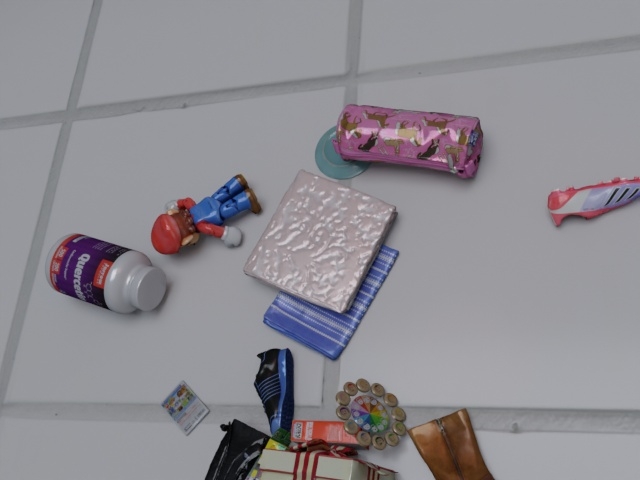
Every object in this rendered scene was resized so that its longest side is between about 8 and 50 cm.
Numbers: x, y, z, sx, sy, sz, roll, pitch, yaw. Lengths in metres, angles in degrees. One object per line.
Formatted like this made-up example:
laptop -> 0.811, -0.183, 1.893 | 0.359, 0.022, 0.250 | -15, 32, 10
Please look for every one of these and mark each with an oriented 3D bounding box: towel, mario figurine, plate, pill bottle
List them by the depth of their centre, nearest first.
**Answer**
towel -> 0.022, 0.121, 1.893 | 0.243, 0.040, 0.336 | 25, 77, 26
towel -> 0.000, 0.000, 1.911 | 0.317, 0.053, 0.331 | 22, 74, 23
pill bottle -> -0.602, 0.097, 2.038 | 0.323, 0.181, 0.181 | 14, 72, 25
plate -> 0.070, -0.262, 2.059 | 0.188, 0.024, 0.188 | -8, 64, 17
mario figurine -> -0.333, -0.055, 2.074 | 0.321, 0.170, 0.198 | -29, 24, -7

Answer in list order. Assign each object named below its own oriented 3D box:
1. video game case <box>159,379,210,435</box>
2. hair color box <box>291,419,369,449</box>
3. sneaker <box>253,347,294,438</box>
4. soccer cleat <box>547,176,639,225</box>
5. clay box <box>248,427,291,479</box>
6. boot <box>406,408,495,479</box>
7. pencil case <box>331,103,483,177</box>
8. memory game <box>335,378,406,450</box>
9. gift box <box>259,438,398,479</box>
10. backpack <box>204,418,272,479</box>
video game case -> -0.356, 0.438, 1.894 | 0.087, 0.011, 0.122 | -47, 61, -5
hair color box -> 0.024, 0.459, 1.705 | 0.167, 0.093, 0.053 | -4, 65, 17
sneaker -> -0.120, 0.382, 1.803 | 0.091, 0.081, 0.232 | -10, 57, 18
soccer cleat -> 0.679, -0.098, 1.752 | 0.248, 0.083, 0.095 | -9, 93, 10
clay box -> -0.115, 0.556, 1.690 | 0.053, 0.127, 0.222 | 23, 76, 26
boot -> 0.255, 0.538, 1.587 | 0.264, 0.096, 0.280 | -27, 60, 6
pencil case -> 0.232, -0.267, 1.917 | 0.386, 0.167, 0.160 | 11, 106, 19
memory game -> 0.118, 0.399, 1.673 | 0.186, 0.186, 0.012 | 59, 137, 30
gift box -> 0.031, 0.573, 1.564 | 0.276, 0.255, 0.258 | -2, 68, 25
backpack -> -0.191, 0.538, 1.730 | 0.152, 0.115, 0.182 | 12, 67, 40
